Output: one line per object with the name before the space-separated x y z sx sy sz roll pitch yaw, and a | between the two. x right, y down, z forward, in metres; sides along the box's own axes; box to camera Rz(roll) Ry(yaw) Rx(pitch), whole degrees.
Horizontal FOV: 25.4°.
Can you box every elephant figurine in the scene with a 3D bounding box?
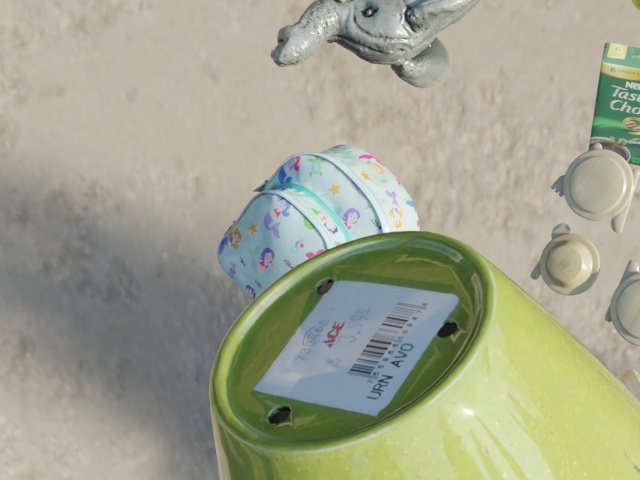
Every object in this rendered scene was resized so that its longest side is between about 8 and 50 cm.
elephant figurine | 0.085 -0.239 1.467 0.186 0.169 0.239 -9 49 31

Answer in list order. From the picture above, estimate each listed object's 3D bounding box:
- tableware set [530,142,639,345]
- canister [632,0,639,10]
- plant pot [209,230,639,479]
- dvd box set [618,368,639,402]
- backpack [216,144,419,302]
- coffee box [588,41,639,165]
tableware set | 0.264 0.005 1.234 0.169 0.020 0.141 31 100 27
canister | 0.430 -0.334 1.747 0.073 0.170 0.126 -13 104 2
plant pot | 0.072 0.146 0.695 0.275 0.293 0.274 -19 34 13
dvd box set | 0.247 0.288 1.442 0.062 0.420 0.307 43 97 3
backpack | 0.000 0.000 1.931 0.225 0.191 0.253 49 118 19
coffee box | 0.405 -0.169 1.815 0.113 0.184 0.040 13 55 12
